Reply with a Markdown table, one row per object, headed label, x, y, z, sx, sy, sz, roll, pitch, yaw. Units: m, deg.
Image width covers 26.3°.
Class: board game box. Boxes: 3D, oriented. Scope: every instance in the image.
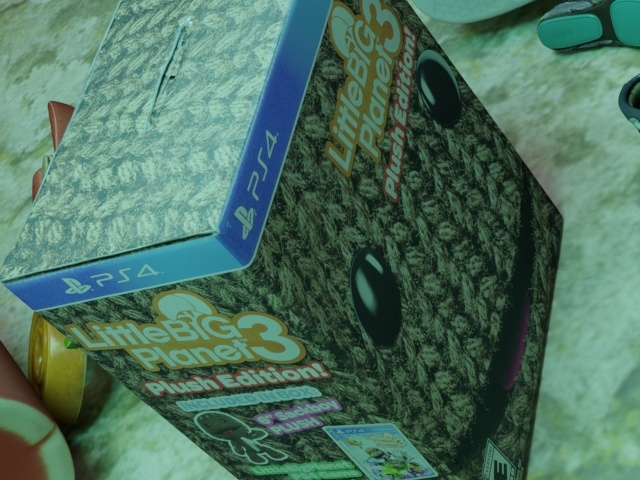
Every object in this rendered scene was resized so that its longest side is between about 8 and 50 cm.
| label | x | y | z | sx | sy | sz | roll | pitch | yaw |
| --- | --- | --- | --- | --- | --- | --- | --- | --- | --- |
| board game box | 0.000 | 0.000 | 0.774 | 0.141 | 0.291 | 0.232 | -12 | 48 | 34 |

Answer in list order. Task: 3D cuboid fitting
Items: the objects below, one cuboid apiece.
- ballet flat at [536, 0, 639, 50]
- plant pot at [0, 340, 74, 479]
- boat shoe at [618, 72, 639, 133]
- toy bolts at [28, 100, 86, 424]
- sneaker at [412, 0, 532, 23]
| label | x | y | z | sx | sy | sz | roll | pitch | yaw |
| --- | --- | --- | --- | --- | --- | --- | --- | --- | --- |
| ballet flat | 0.206 | -0.155 | 0.950 | 0.114 | 0.041 | 0.041 | 2 | 56 | 41 |
| plant pot | -0.319 | 0.147 | 0.963 | 0.243 | 0.275 | 0.275 | 28 | 75 | 41 |
| boat shoe | 0.260 | -0.070 | 0.735 | 0.095 | 0.079 | 0.254 | -55 | 23 | -9 |
| toy bolts | -0.130 | 0.017 | 1.044 | 0.218 | 0.158 | 0.228 | 115 | 150 | -44 |
| sneaker | 0.208 | -0.253 | 0.986 | 0.296 | 0.104 | 0.147 | -8 | 42 | 30 |
